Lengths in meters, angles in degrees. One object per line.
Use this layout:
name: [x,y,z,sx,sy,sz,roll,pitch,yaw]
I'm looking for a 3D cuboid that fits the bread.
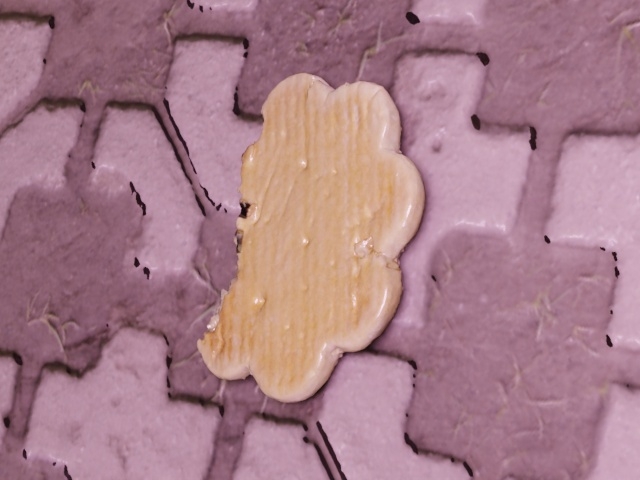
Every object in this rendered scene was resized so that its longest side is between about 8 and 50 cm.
bread: [0.000,0.000,1.364,0.182,0.039,0.251,11,85,38]
